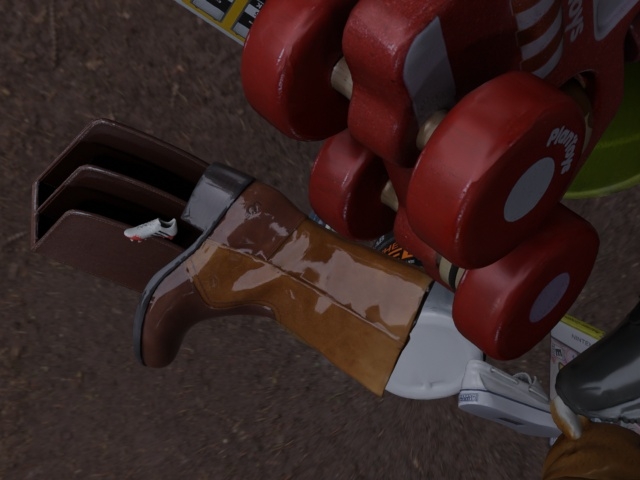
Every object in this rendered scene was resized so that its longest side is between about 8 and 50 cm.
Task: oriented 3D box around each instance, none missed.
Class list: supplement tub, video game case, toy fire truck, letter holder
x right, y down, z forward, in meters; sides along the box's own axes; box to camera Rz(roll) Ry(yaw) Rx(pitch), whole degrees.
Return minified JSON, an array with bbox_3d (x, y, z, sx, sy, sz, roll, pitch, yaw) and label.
[{"bbox_3d":[0.181,0.092,1.736,0.207,0.338,0.207,3,126,4],"label":"supplement tub"},{"bbox_3d":[0.488,0.290,1.744,0.035,0.248,0.275,-12,111,-25],"label":"video game case"},{"bbox_3d":[0.117,-0.092,0.598,0.254,0.302,0.169,-45,58,-8],"label":"toy fire truck"},{"bbox_3d":[-0.294,-0.045,1.678,0.214,0.301,0.152,-39,44,30],"label":"letter holder"}]

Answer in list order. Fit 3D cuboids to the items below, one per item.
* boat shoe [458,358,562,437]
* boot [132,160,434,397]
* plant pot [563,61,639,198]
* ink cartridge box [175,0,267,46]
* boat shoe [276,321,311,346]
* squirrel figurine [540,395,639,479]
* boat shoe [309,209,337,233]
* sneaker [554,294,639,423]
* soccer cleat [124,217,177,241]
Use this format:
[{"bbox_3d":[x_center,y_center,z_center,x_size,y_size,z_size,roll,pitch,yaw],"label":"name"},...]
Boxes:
[{"bbox_3d":[0.321,0.250,1.581,0.095,0.258,0.084,-12,61,45],"label":"boat shoe"},{"bbox_3d":[-0.046,0.086,1.106,0.280,0.096,0.264,30,101,6],"label":"boot"},{"bbox_3d":[0.266,-0.294,1.034,0.366,0.366,0.353,33,57,9],"label":"plant pot"},{"bbox_3d":[-0.038,-0.234,0.743,0.309,0.272,0.130,32,61,-10],"label":"ink cartridge box"},{"bbox_3d":[-0.074,0.086,1.898,0.277,0.098,0.096,43,65,13],"label":"boat shoe"},{"bbox_3d":[0.202,0.301,0.951,0.396,0.370,0.281,-12,108,23],"label":"squirrel figurine"},{"bbox_3d":[0.000,0.000,1.785,0.079,0.095,0.255,53,130,45],"label":"boat shoe"},{"bbox_3d":[0.273,0.016,0.672,0.286,0.109,0.130,-33,94,4],"label":"sneaker"},{"bbox_3d":[-0.263,-0.019,1.567,0.083,0.029,0.036,-1,127,-20],"label":"soccer cleat"}]
